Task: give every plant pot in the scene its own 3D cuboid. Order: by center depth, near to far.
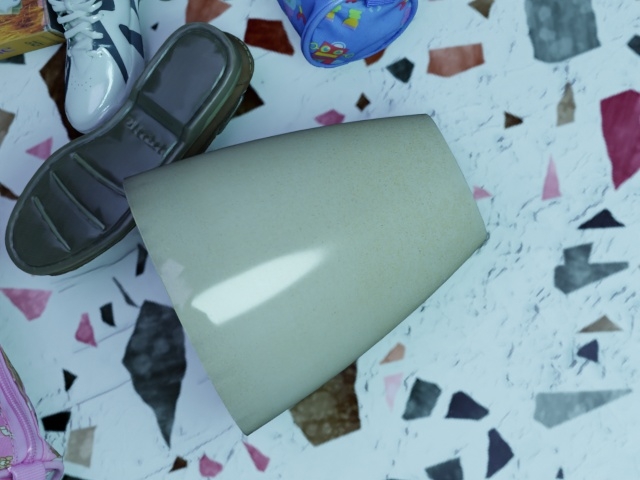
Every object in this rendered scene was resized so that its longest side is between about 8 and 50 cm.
[{"bbox_3d":[0.000,0.000,1.722,0.274,0.256,0.256,-26,69,0],"label":"plant pot"}]

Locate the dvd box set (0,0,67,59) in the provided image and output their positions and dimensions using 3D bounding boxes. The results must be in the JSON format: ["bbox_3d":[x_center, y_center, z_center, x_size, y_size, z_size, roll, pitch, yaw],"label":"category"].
[{"bbox_3d":[-0.476,-0.315,2.060,0.420,0.062,0.308,-12,81,21],"label":"dvd box set"}]

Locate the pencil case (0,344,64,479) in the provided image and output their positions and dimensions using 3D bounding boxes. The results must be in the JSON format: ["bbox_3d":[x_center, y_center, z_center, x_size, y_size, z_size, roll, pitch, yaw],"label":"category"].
[{"bbox_3d":[-0.387,0.106,1.901,0.160,0.167,0.386,-19,69,-16],"label":"pencil case"}]

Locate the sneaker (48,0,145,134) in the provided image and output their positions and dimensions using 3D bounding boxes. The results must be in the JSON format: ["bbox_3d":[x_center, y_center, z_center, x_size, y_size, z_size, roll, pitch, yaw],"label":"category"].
[{"bbox_3d":[-0.242,-0.232,1.899,0.094,0.153,0.235,15,88,36],"label":"sneaker"}]

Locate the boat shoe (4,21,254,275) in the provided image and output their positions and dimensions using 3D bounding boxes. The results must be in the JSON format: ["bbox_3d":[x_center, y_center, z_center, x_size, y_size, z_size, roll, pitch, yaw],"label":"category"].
[{"bbox_3d":[-0.175,-0.076,1.876,0.307,0.104,0.111,-43,75,8],"label":"boat shoe"}]

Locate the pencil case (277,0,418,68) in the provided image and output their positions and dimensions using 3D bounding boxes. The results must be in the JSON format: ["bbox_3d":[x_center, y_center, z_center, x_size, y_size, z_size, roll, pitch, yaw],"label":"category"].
[{"bbox_3d":[-0.018,-0.319,1.841,0.306,0.119,0.133,64,148,20],"label":"pencil case"}]
